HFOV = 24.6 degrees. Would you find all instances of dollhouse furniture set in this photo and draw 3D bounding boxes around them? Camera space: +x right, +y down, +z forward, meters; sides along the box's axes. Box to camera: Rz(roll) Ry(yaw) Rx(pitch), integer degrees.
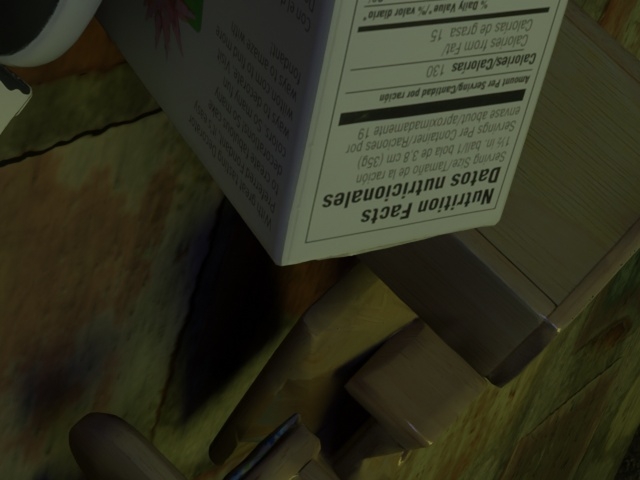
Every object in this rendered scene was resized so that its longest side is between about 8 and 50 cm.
[{"bbox_3d":[0.000,0.000,0.842,0.362,0.256,0.394,-41,172,-32],"label":"dollhouse furniture set"}]

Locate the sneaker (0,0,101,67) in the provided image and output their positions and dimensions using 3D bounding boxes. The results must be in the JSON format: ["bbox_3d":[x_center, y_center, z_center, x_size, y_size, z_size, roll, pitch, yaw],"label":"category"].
[{"bbox_3d":[-0.128,-0.186,0.425,0.147,0.104,0.296,-24,128,-48],"label":"sneaker"}]

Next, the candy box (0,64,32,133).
[{"bbox_3d":[-0.210,-0.036,0.490,0.165,0.070,0.196,-56,155,-6],"label":"candy box"}]

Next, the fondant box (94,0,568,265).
[{"bbox_3d":[-0.002,-0.194,0.475,0.096,0.238,0.330,-10,132,-29],"label":"fondant box"}]
